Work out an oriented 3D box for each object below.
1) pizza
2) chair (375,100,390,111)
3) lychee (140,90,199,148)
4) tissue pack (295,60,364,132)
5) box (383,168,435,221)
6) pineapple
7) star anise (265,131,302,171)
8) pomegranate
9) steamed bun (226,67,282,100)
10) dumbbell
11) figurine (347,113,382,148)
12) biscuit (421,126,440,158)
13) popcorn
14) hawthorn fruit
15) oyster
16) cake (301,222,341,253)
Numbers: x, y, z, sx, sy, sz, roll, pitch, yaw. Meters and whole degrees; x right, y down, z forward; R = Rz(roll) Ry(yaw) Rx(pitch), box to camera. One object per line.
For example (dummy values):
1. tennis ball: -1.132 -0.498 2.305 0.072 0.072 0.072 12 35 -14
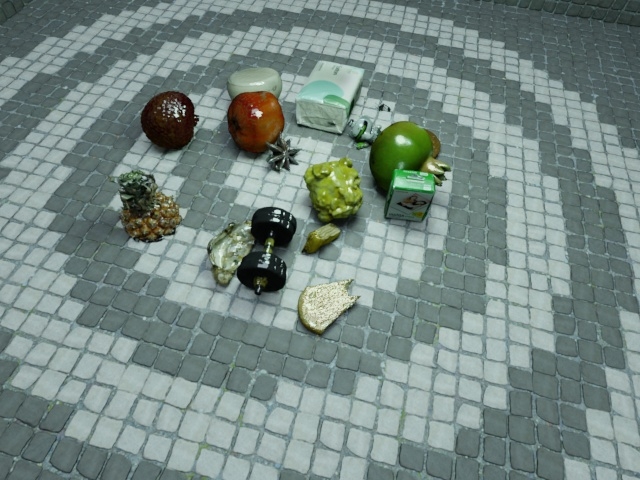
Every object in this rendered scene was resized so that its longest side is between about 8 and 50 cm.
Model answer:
1. pizza: 0.029 0.222 1.543 0.262 0.034 0.181 -31 63 -22
2. chair: 0.329 -0.707 2.212 0.086 0.042 0.037 27 51 -29
3. lychee: -0.691 -0.557 1.915 0.261 0.260 0.260 2 55 -2
4. tissue pack: 0.050 -0.733 2.114 0.267 0.193 0.356 15 55 9
5. box: 0.364 -0.179 1.712 0.180 0.250 0.102 8 62 4
6. pineapple: -0.694 -0.167 1.629 0.263 0.271 0.262 1 56 -2
7. star anise: -0.178 -0.405 1.915 0.061 0.180 0.204 4 46 47
8. pomegranate: 0.358 -0.320 1.763 0.359 0.309 0.216 33 55 25
9. steamed bun: -0.329 -0.758 2.116 0.284 0.177 0.282 -3 40 2
10. dumbbell: -0.196 0.031 1.573 0.186 0.185 0.387 7 55 1
11. figurine: 0.220 -0.530 2.028 0.193 0.147 0.126 25 36 -8
12. biscuit: 0.459 -0.471 2.049 0.263 0.037 0.261 2 54 -2
13. popcorn: 0.068 -0.212 1.744 0.242 0.235 0.249 -18 88 -5
14. hawthorn fruit: -0.294 -0.564 1.940 0.276 0.275 0.299 29 53 16
15. oyster: -0.341 0.036 1.633 0.166 0.094 0.294 42 51 3
16. cake: 0.004 0.002 1.695 0.080 0.116 0.185 35 29 14
